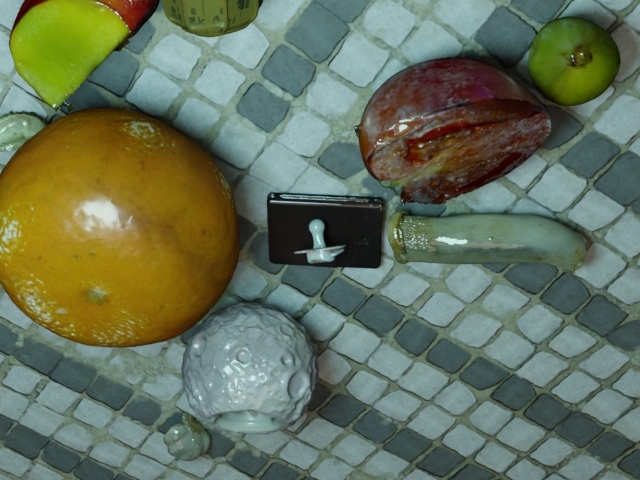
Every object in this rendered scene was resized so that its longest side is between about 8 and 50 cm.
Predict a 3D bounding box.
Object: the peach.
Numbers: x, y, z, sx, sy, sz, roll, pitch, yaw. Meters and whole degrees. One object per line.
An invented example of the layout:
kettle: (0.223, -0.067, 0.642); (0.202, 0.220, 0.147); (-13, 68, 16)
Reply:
peach: (-0.362, -0.346, 1.536); (0.154, 0.159, 0.267); (36, 131, -25)

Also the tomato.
tomato: (0.195, -0.198, 1.592); (0.308, 0.170, 0.309); (-16, 155, -8)

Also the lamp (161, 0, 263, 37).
lamp: (-0.161, -0.403, 1.488); (0.161, 0.161, 0.185); (-1, 126, 6)

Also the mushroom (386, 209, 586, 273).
mushroom: (0.290, 0.001, 1.771); (0.351, 0.095, 0.123); (5, 145, 2)

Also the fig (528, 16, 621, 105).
fig: (0.387, -0.276, 1.552); (0.136, 0.121, 0.153); (-28, 142, 16)

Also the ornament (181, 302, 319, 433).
ornament: (-0.128, 0.233, 1.880); (0.259, 0.225, 0.259); (1, 153, 0)

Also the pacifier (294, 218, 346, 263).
pacifier: (0.000, 0.000, 1.787); (0.099, 0.081, 0.078); (-9, 93, 38)

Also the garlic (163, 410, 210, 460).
garlic: (-0.284, 0.424, 2.125); (0.094, 0.074, 0.113); (-42, 128, 18)

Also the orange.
orange: (-0.335, -0.022, 1.664); (0.423, 0.326, 0.424); (1, 139, 1)

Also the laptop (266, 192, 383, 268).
laptop: (0.008, -0.017, 1.821); (0.207, 0.026, 0.154); (3, 127, 4)

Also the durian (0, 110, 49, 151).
durian: (-0.518, -0.187, 1.723); (0.130, 0.066, 0.052); (-14, 124, 3)
